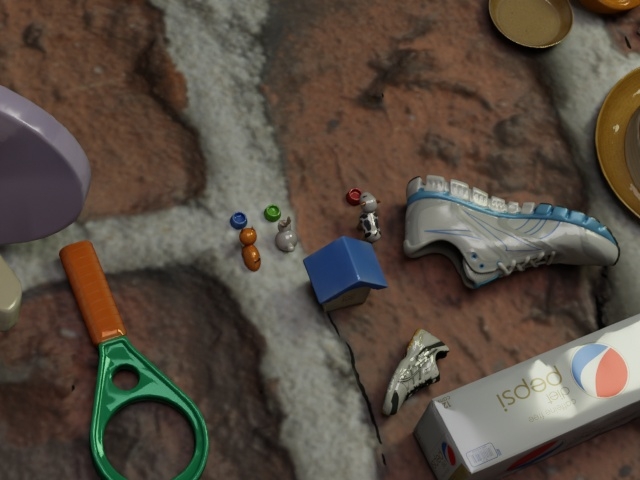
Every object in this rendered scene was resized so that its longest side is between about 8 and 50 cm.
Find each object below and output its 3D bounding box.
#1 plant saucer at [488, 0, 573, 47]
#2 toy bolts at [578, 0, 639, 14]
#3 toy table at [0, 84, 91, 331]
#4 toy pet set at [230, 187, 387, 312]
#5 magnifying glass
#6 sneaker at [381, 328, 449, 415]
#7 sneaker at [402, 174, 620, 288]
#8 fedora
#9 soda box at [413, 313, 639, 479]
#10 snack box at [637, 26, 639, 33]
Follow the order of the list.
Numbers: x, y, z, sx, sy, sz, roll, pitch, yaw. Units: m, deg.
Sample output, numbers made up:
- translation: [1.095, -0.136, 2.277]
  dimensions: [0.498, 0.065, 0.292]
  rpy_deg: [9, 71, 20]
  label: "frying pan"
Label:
- translation: [0.200, -0.215, 1.413]
  dimensions: [0.083, 0.015, 0.083]
  rpy_deg: [4, 62, -8]
  label: "plant saucer"
- translation: [0.227, -0.340, 1.446]
  dimensions: [0.229, 0.158, 0.218]
  rpy_deg: [3, 103, -19]
  label: "toy bolts"
- translation: [-0.327, -0.027, 1.112]
  dimensions: [0.274, 0.252, 0.160]
  rpy_deg: [6, 46, 6]
  label: "toy table"
- translation: [0.000, 0.000, 1.240]
  dimensions: [0.122, 0.065, 0.114]
  rpy_deg: [-14, 66, -16]
  label: "toy pet set"
- translation: [-0.160, 0.104, 1.184]
  dimensions: [0.092, 0.026, 0.231]
  rpy_deg: [-17, 69, -17]
  label: "magnifying glass"
- translation: [0.079, 0.111, 1.214]
  dimensions: [0.037, 0.032, 0.083]
  rpy_deg: [28, 62, 5]
  label: "sneaker"
- translation: [0.159, 0.008, 1.269]
  dimensions: [0.191, 0.071, 0.082]
  rpy_deg: [12, 68, 6]
  label: "sneaker"
- translation: [0.345, -0.096, 1.341]
  dimensions: [0.194, 0.079, 0.194]
  rpy_deg: [4, 63, -7]
  label: "fedora"
- translation: [0.188, 0.132, 1.198]
  dimensions: [0.216, 0.074, 0.069]
  rpy_deg: [-19, 68, -19]
  label: "soda box"
- translation: [0.384, -0.247, 1.458]
  dimensions: [0.064, 0.022, 0.178]
  rpy_deg: [36, 63, 10]
  label: "snack box"
